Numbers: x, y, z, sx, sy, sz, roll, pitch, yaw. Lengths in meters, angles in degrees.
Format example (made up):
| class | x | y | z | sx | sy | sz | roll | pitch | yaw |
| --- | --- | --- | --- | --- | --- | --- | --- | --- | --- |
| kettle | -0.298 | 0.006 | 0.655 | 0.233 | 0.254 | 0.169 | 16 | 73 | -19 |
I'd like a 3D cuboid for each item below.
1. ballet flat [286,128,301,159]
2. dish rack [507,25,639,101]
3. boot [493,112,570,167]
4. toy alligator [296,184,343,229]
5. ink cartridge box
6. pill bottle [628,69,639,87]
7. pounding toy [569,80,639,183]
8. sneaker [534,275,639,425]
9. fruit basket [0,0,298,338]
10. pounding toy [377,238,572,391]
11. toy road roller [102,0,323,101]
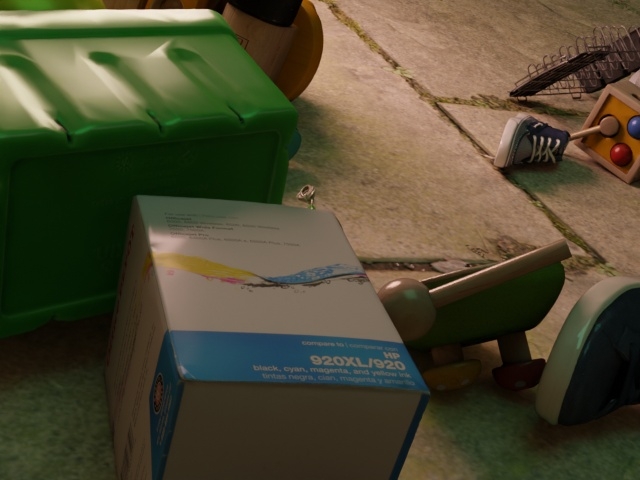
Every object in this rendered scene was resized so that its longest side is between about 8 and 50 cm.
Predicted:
| class | x | y | z | sx | sy | sz | roll | pitch | yaw |
| --- | --- | --- | --- | --- | --- | --- | --- | --- | --- |
| ballet flat | -0.101 | -0.108 | 1.206 | 0.074 | 0.074 | 0.203 | 27 | 32 | 21 |
| dish rack | 0.454 | -0.306 | 1.736 | 0.272 | 0.208 | 0.074 | -10 | 79 | -37 |
| boot | 0.311 | -0.140 | 1.474 | 0.086 | 0.069 | 0.190 | 20 | 26 | 14 |
| toy alligator | 0.000 | 0.000 | 1.083 | 0.051 | 0.056 | 0.189 | 52 | 15 | -24 |
| ink cartridge box | -0.055 | 0.097 | 0.741 | 0.168 | 0.171 | 0.232 | 5 | 30 | -21 |
| pill bottle | 0.616 | -0.215 | 1.594 | 0.182 | 0.181 | 0.323 | 7 | 7 | -16 |
| pounding toy | 0.445 | -0.164 | 1.545 | 0.141 | 0.130 | 0.100 | 42 | 36 | 26 |
| sneaker | 0.339 | 0.110 | 0.963 | 0.148 | 0.131 | 0.350 | 30 | 30 | 34 |
| fruit basket | -0.249 | -0.110 | 0.905 | 0.392 | 0.282 | 0.392 | 10 | 24 | -5 |
| pounding toy | 0.143 | 0.086 | 0.918 | 0.183 | 0.110 | 0.237 | -13 | -11 | 6 |
| toy road roller | -0.150 | -0.306 | 1.417 | 0.330 | 0.202 | 0.241 | 30 | 18 | 15 |
